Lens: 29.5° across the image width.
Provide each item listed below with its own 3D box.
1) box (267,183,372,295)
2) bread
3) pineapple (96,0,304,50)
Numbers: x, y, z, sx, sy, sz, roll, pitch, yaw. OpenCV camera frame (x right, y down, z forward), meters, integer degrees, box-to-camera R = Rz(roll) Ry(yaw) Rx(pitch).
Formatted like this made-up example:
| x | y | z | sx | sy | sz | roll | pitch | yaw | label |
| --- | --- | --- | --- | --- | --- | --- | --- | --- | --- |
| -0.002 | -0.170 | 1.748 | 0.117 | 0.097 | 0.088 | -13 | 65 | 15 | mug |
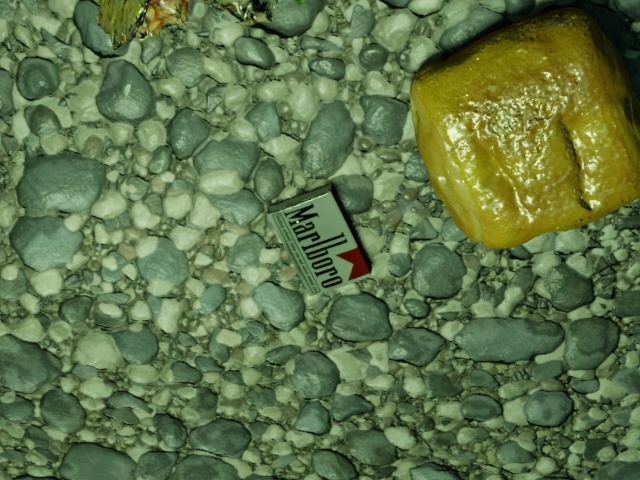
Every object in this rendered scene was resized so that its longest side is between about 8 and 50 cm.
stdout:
| x | y | z | sx | sy | sz | roll | pitch | yaw | label |
| --- | --- | --- | --- | --- | --- | --- | --- | --- | --- |
| 0.000 | 0.000 | 1.989 | 0.115 | 0.036 | 0.177 | -19 | 120 | 13 | box |
| 0.313 | -0.157 | 1.812 | 0.337 | 0.148 | 0.328 | -19 | 120 | 13 | bread |
| -0.145 | -0.379 | 1.667 | 0.271 | 0.262 | 0.262 | 2 | 127 | -28 | pineapple |
